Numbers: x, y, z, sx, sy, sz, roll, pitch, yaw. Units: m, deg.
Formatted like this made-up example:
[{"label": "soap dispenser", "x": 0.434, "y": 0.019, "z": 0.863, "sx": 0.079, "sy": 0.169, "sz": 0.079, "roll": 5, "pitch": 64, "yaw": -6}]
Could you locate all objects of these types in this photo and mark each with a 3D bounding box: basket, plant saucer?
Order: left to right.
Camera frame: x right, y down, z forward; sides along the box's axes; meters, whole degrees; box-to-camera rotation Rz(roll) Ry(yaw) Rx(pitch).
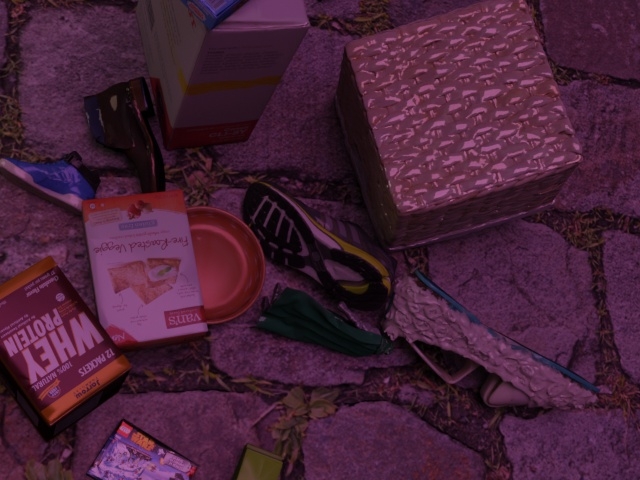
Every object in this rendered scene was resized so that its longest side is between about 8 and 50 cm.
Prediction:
[{"label": "plant saucer", "x": -0.189, "y": 0.042, "z": 1.424, "sx": 0.200, "sy": 0.037, "sz": 0.200, "roll": 6, "pitch": 68, "yaw": -16}, {"label": "basket", "x": 0.214, "y": -0.190, "z": 1.475, "sx": 0.331, "sy": 0.266, "sz": 0.328, "roll": -16, "pitch": 77, "yaw": -2}]

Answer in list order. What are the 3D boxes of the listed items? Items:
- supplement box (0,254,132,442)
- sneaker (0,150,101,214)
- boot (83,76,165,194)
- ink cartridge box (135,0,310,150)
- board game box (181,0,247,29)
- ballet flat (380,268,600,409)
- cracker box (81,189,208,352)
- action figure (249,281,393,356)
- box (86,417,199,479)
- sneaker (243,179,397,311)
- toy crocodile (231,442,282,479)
[{"label": "supplement box", "x": -0.380, "y": 0.157, "z": 1.229, "sx": 0.129, "sy": 0.194, "sz": 0.191, "roll": -35, "pitch": 85, "yaw": -26}, {"label": "sneaker", "x": -0.421, "y": -0.110, "z": 1.385, "sx": 0.152, "sy": 0.058, "sz": 0.085, "roll": 27, "pitch": 70, "yaw": -12}, {"label": "boot", "x": -0.319, "y": -0.153, "z": 1.444, "sx": 0.106, "sy": 0.082, "sz": 0.219, "roll": -11, "pitch": 78, "yaw": 0}, {"label": "ink cartridge box", "x": -0.167, "y": -0.350, "z": 1.378, "sx": 0.160, "sy": 0.385, "sz": 0.279, "roll": -8, "pitch": 74, "yaw": -21}, {"label": "board game box", "x": -0.129, "y": -0.398, "z": 1.173, "sx": 0.160, "sy": 0.039, "sz": 0.211, "roll": 45, "pitch": 62, "yaw": -2}, {"label": "ballet flat", "x": 0.274, "y": 0.197, "z": 1.487, "sx": 0.409, "sy": 0.147, "sz": 0.147, "roll": 32, "pitch": 64, "yaw": -10}, {"label": "cracker box", "x": -0.269, "y": 0.047, "z": 1.337, "sx": 0.155, "sy": 0.067, "sz": 0.232, "roll": -8, "pitch": 74, "yaw": -17}, {"label": "action figure", "x": 0.018, "y": 0.139, "z": 1.428, "sx": 0.232, "sy": 0.137, "sz": 0.063, "roll": 24, "pitch": 52, "yaw": -19}, {"label": "box", "x": -0.261, "y": 0.338, "z": 1.297, "sx": 0.137, "sy": 0.027, "sz": 0.094, "roll": 34, "pitch": 65, "yaw": -5}, {"label": "sneaker", "x": 0.000, "y": 0.000, "z": 1.476, "sx": 0.300, "sy": 0.111, "sz": 0.121, "roll": 38, "pitch": 29, "yaw": 8}, {"label": "toy crocodile", "x": -0.130, "y": 0.462, "z": 1.266, "sx": 0.115, "sy": 0.105, "sz": 0.341, "roll": 19, "pitch": 61, "yaw": -11}]
